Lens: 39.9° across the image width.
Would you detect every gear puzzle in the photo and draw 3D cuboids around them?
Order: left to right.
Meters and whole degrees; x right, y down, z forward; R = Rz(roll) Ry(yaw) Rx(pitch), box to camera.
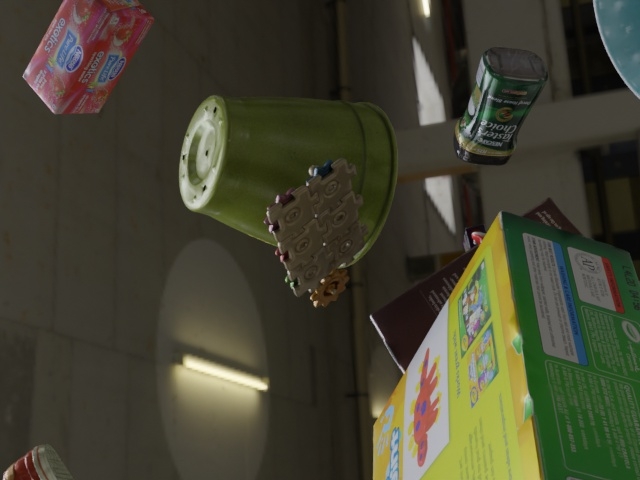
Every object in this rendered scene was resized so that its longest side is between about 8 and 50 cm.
[{"bbox_3d":[0.000,0.000,1.505,0.044,0.175,0.339,42,161,34],"label":"gear puzzle"}]

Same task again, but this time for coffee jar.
[{"bbox_3d":[0.263,-0.194,1.316,0.184,0.096,0.079,104,166,-49],"label":"coffee jar"}]

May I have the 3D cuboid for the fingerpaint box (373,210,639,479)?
[{"bbox_3d":[0.183,0.260,0.844,0.444,0.163,0.371,-84,14,-52],"label":"fingerpaint box"}]

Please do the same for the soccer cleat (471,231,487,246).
[{"bbox_3d":[0.219,0.001,1.060,0.029,0.083,0.035,-9,60,70],"label":"soccer cleat"}]

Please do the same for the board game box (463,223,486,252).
[{"bbox_3d":[0.368,0.151,1.888,0.208,0.056,0.346,68,-170,-79],"label":"board game box"}]

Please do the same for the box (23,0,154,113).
[{"bbox_3d":[-0.468,-0.387,1.775,0.122,0.257,0.128,47,-153,15],"label":"box"}]

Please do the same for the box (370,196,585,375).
[{"bbox_3d":[0.300,0.120,1.515,0.143,0.381,0.191,55,-176,-48],"label":"box"}]

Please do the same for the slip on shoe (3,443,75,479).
[{"bbox_3d":[-0.499,0.535,1.682,0.123,0.101,0.331,-123,12,-63],"label":"slip on shoe"}]

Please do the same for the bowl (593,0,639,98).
[{"bbox_3d":[0.595,-0.377,1.422,0.311,0.163,0.311,156,90,-85],"label":"bowl"}]

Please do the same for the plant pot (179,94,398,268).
[{"bbox_3d":[-0.090,-0.146,1.824,0.353,0.366,0.366,10,-113,-30],"label":"plant pot"}]
